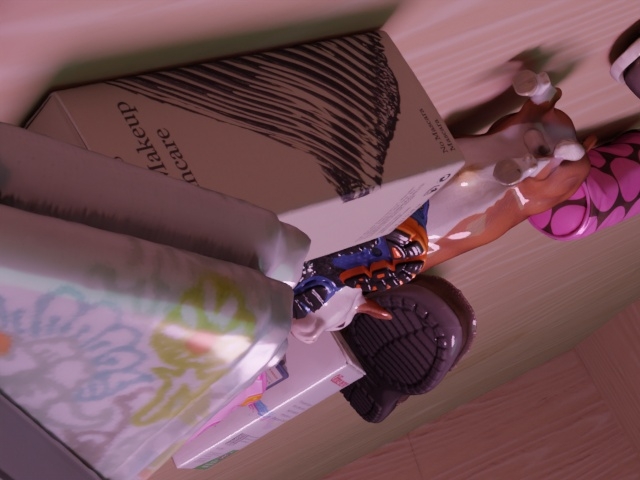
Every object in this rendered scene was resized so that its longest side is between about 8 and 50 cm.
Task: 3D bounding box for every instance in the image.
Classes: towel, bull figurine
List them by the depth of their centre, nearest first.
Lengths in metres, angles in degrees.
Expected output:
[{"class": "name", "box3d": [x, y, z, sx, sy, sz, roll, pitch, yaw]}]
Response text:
[{"class": "towel", "box3d": [-0.233, 0.051, 0.643, 0.375, 0.090, 0.320, 15, 137, -32]}, {"class": "bull figurine", "box3d": [0.090, -0.027, 1.326, 0.310, 0.101, 0.188, -32, 164, 1]}]

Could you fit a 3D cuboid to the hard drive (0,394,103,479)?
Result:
[{"class": "hard drive", "box3d": [-0.251, 0.136, 0.646, 0.308, 0.040, 0.203, -18, 144, 12]}]

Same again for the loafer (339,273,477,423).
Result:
[{"class": "loafer", "box3d": [0.107, 0.109, 1.888, 0.130, 0.134, 0.366, -37, 175, -21]}]

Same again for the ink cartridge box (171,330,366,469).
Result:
[{"class": "ink cartridge box", "box3d": [-0.068, 0.155, 1.697, 0.212, 0.093, 0.154, -29, 168, 2]}]

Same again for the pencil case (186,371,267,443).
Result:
[{"class": "pencil case", "box3d": [-0.187, 0.137, 1.300, 0.284, 0.124, 0.124, -24, 166, -21]}]

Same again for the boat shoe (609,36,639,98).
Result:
[{"class": "boat shoe", "box3d": [0.358, -0.146, 1.480, 0.117, 0.096, 0.324, -34, 167, 19]}]

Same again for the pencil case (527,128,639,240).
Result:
[{"class": "pencil case", "box3d": [0.298, -0.066, 1.683, 0.209, 0.098, 0.095, -16, 116, -47]}]

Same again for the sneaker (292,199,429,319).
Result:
[{"class": "sneaker", "box3d": [0.000, 0.000, 1.214, 0.221, 0.083, 0.087, -11, -139, 37]}]

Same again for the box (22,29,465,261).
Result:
[{"class": "box", "box3d": [-0.048, -0.042, 0.941, 0.275, 0.113, 0.094, -19, 163, -45]}]
